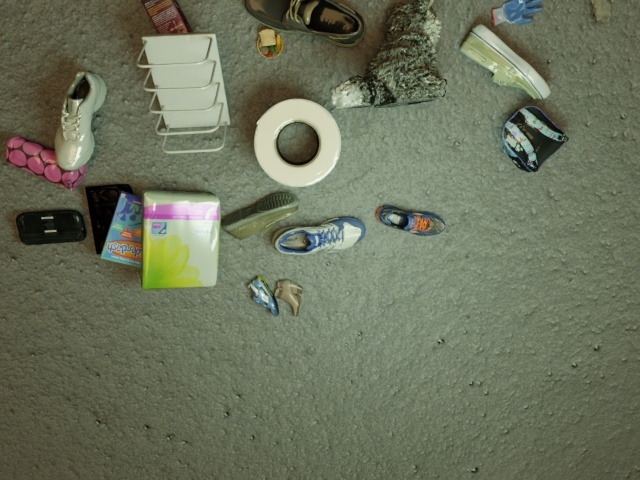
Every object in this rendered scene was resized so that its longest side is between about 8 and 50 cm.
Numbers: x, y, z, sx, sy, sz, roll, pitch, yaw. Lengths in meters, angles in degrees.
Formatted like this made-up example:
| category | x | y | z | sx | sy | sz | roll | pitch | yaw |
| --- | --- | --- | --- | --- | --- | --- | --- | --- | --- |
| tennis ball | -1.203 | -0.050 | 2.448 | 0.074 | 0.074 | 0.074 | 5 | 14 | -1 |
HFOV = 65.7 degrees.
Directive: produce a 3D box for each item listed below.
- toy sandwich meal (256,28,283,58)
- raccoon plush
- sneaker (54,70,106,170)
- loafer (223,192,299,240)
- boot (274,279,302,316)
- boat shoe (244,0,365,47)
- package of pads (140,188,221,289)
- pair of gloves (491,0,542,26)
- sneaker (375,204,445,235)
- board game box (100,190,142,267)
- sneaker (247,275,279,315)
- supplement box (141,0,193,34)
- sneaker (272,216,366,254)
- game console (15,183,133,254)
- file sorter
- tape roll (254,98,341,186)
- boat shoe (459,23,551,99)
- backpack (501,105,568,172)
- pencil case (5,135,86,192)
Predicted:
| category | x | y | z | sx | sy | sz | roll | pitch | yaw |
| --- | --- | --- | --- | --- | --- | --- | --- | --- | --- |
| toy sandwich meal | -0.149 | -0.579 | 1.457 | 0.086 | 0.029 | 0.085 | 0 | 102 | -2 |
| raccoon plush | 0.197 | -0.517 | 1.316 | 0.216 | 0.446 | 0.298 | -1 | 103 | 32 |
| sneaker | -0.702 | -0.346 | 1.410 | 0.111 | 0.129 | 0.296 | 11 | 90 | -10 |
| loafer | -0.176 | -0.071 | 1.544 | 0.251 | 0.094 | 0.087 | -19 | 127 | 11 |
| boot | -0.107 | 0.186 | 1.620 | 0.087 | 0.042 | 0.118 | 10 | 100 | 2 |
| boat shoe | -0.038 | -0.650 | 1.395 | 0.356 | 0.130 | 0.132 | 11 | 101 | -5 |
| package of pads | -0.421 | -0.002 | 1.502 | 0.229 | 0.101 | 0.296 | 1 | 104 | -24 |
| pair of gloves | 0.567 | -0.735 | 1.459 | 0.160 | 0.023 | 0.198 | -16 | 103 | 1 |
| sneaker | 0.286 | -0.054 | 1.558 | 0.222 | 0.087 | 0.083 | 8 | 102 | -4 |
| board game box | -0.561 | -0.028 | 1.516 | 0.160 | 0.047 | 0.210 | 17 | 97 | -26 |
| sneaker | -0.183 | 0.187 | 1.608 | 0.059 | 0.053 | 0.144 | -30 | 93 | 3 |
| supplement box | -0.413 | -0.598 | 1.404 | 0.081 | 0.104 | 0.188 | -26 | 102 | 3 |
| sneaker | 0.000 | 0.000 | 1.536 | 0.297 | 0.131 | 0.111 | -11 | 100 | -2 |
| game console | -0.755 | -0.060 | 1.535 | 0.362 | 0.044 | 0.213 | -4 | 102 | -3 |
| file sorter | -0.368 | -0.394 | 1.354 | 0.193 | 0.173 | 0.277 | -3 | 136 | -1 |
| tape roll | -0.066 | -0.285 | 1.452 | 0.246 | 0.169 | 0.245 | 0 | 102 | -2 |
| boat shoe | 0.549 | -0.513 | 1.476 | 0.302 | 0.109 | 0.094 | 41 | 113 | -1 |
| backpack | 0.625 | -0.314 | 1.502 | 0.173 | 0.117 | 0.158 | 42 | 98 | -10 |
| pencil case | -0.820 | -0.227 | 1.475 | 0.210 | 0.095 | 0.098 | 25 | 113 | -5 |
